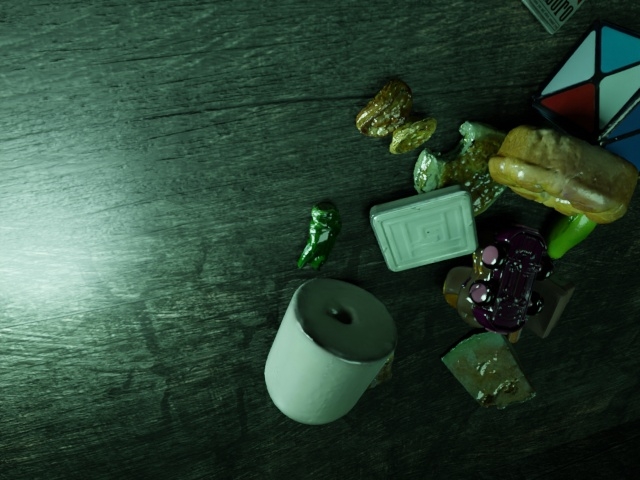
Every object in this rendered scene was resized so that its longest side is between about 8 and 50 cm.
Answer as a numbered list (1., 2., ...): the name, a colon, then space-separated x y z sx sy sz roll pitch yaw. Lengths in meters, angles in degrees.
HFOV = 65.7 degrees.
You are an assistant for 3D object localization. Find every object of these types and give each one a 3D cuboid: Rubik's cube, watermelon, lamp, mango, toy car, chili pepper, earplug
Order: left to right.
1. chili pepper: 0.001 0.001 1.321 0.098 0.061 0.224 -6 129 -26
2. earplug: 0.002 0.351 1.448 0.313 0.312 0.393 7 126 -27
3. lamp: 0.291 -0.027 1.372 0.267 0.047 0.269 -16 138 11
4. watermelon: 0.642 0.502 1.914 0.264 0.301 0.151 -35 166 20
5. toy car: 0.532 0.109 1.535 0.272 0.240 0.340 14 94 -32
6. mango: 0.792 -0.040 1.567 0.126 0.111 0.232 1 129 -17
7. Rubik's cube: 0.722 -0.337 1.192 0.247 0.250 0.248 20 116 -34

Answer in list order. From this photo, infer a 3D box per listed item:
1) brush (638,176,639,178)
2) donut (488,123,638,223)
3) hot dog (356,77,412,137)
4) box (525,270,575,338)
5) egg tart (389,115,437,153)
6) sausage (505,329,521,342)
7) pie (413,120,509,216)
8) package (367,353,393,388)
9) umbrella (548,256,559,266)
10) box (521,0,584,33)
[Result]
1. brush: 0.913 -0.272 1.407 0.059 0.123 0.197 -45 142 -31
2. donut: 0.572 -0.155 1.177 0.318 0.299 0.150 18 101 -34
3. hot dog: 0.146 -0.295 1.122 0.147 0.065 0.099 -44 140 15
4. box: 0.704 0.175 1.645 0.086 0.215 0.215 -25 136 -26
5. egg tart: 0.214 -0.257 1.184 0.129 0.049 0.128 -26 162 -9
6. sausage: 0.741 0.277 1.855 0.054 0.053 0.347 -16 133 -9
7. pie: 0.389 -0.177 1.319 0.303 0.066 0.302 -11 132 -12
8. package: 0.157 0.454 1.740 0.224 0.108 0.287 -14 135 -8
9. umbrella: 0.800 0.080 1.721 0.037 0.040 0.143 4 126 -14
10. box: 0.493 -0.546 1.065 0.178 0.035 0.115 25 116 -36
